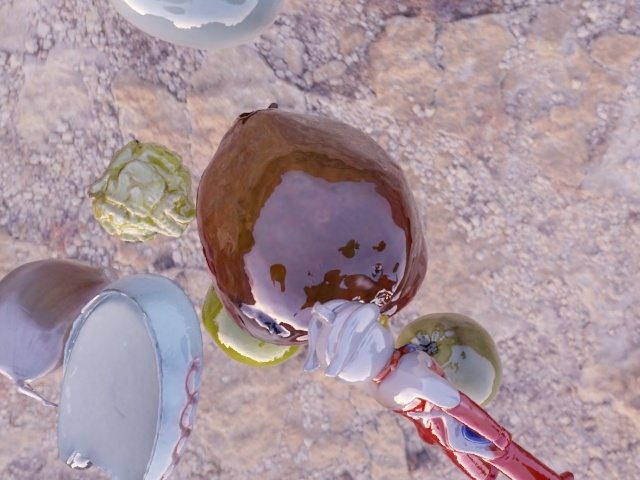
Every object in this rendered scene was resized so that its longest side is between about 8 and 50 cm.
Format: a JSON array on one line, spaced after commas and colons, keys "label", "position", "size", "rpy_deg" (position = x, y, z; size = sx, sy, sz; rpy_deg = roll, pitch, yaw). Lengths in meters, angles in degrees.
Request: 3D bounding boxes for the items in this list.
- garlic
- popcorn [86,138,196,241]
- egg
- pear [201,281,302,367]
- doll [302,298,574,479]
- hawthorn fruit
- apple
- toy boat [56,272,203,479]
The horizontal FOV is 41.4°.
[{"label": "garlic", "position": [-0.597, 0.190, 1.799], "size": [0.245, 0.340, 0.231], "rpy_deg": [31, 141, -15]}, {"label": "popcorn", "position": [-0.322, -0.088, 1.540], "size": [0.187, 0.186, 0.167], "rpy_deg": [-26, 130, 28]}, {"label": "egg", "position": [-0.223, -0.462, 1.526], "size": [0.370, 0.230, 0.230], "rpy_deg": [-10, 123, -46]}, {"label": "pear", "position": [-0.079, 0.097, 1.337], "size": [0.216, 0.180, 0.166], "rpy_deg": [-38, 158, -2]}, {"label": "doll", "position": [0.124, 0.189, 0.988], "size": [0.384, 0.188, 0.099], "rpy_deg": [39, 69, -25]}, {"label": "hawthorn fruit", "position": [-0.015, -0.020, 1.096], "size": [0.308, 0.308, 0.325], "rpy_deg": [-20, 100, -7]}, {"label": "apple", "position": [0.308, 0.293, 2.046], "size": [0.262, 0.262, 0.262], "rpy_deg": [-7, 118, -14]}, {"label": "toy boat", "position": [-0.156, 0.125, 0.726], "size": [0.078, 0.134, 0.208], "rpy_deg": [-7, 116, -52]}]
